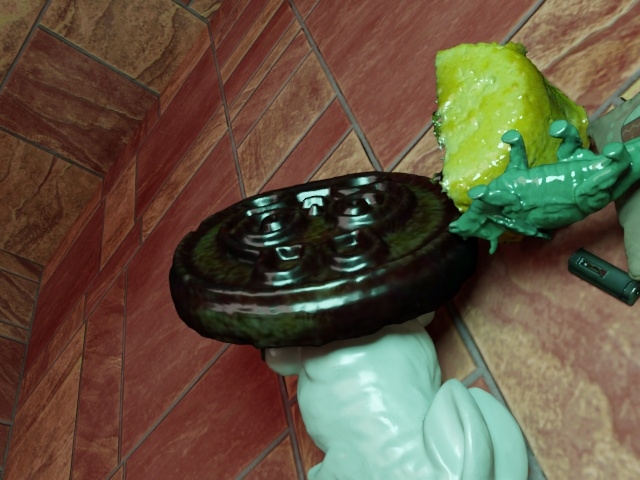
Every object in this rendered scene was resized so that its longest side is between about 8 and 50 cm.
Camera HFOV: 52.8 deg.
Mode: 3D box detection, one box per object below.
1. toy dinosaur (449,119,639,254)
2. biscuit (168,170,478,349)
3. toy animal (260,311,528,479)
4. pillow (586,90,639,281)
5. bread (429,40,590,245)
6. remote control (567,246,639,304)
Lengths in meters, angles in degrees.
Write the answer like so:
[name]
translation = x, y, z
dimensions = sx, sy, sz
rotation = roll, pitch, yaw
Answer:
[toy dinosaur]
translation = 0.242, -0.069, 0.626
dimensions = 0.292, 0.120, 0.079
rotation = -39, 24, 44
[biscuit]
translation = 0.000, 0.000, 0.840
dimensions = 0.407, 0.407, 0.091
rotation = 33, 137, 59
[toy animal]
translation = 0.097, 0.209, 0.719
dimensions = 0.258, 0.194, 0.357
rotation = -49, 45, 3
[pillow]
translation = 0.375, -0.099, 0.616
dimensions = 0.236, 0.084, 0.223
rotation = -37, 40, 37
[bread]
translation = 0.235, -0.137, 0.786
dimensions = 0.147, 0.160, 0.261
rotation = -25, 45, 39
[remote control]
translation = 0.301, 0.036, 0.688
dimensions = 0.034, 0.016, 0.091
rotation = -54, 32, 5
